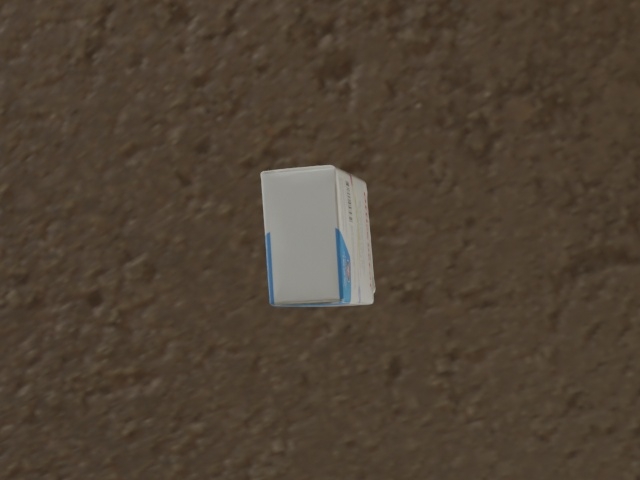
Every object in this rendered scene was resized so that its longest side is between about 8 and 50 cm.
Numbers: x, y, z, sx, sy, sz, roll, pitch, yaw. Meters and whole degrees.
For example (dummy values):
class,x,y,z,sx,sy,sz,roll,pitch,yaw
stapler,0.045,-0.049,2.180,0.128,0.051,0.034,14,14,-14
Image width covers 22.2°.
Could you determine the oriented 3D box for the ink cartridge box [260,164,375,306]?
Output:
class,x,y,z,sx,sy,sz,roll,pitch,yaw
ink cartridge box,0.000,0.000,1.082,0.122,0.052,0.088,12,74,-78
